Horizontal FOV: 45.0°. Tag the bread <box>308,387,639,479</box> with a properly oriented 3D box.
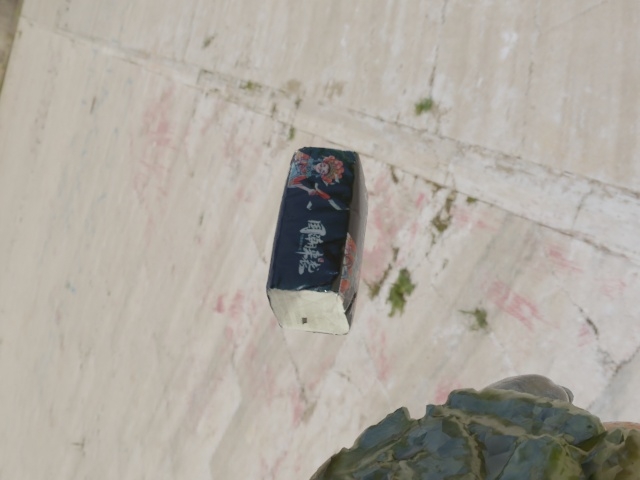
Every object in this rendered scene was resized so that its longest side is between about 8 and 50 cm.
[{"bbox_3d":[0.062,0.171,0.297,0.186,0.124,0.257,-24,18,32],"label":"bread"}]

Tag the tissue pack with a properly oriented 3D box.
[{"bbox_3d":[0.000,-0.001,0.791,0.103,0.090,0.170,80,-166,-60],"label":"tissue pack"}]

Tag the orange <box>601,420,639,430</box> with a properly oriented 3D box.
[{"bbox_3d":[0.224,0.253,0.576,0.240,0.171,0.240,0,91,34],"label":"orange"}]

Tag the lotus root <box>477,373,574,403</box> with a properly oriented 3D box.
[{"bbox_3d":[0.333,0.298,1.302,0.158,0.322,0.140,4,111,47],"label":"lotus root"}]
